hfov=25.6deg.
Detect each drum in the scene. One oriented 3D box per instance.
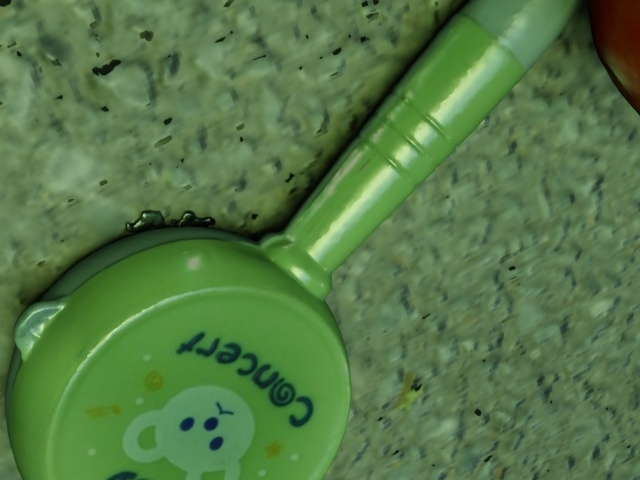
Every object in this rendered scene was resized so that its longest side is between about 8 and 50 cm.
[{"bbox_3d":[-0.016,-0.007,0.464,0.130,0.049,0.253,22,102,-33],"label":"drum"}]

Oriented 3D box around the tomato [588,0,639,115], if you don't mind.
[{"bbox_3d":[0.176,-0.097,0.424,0.195,0.195,0.136,-45,90,2],"label":"tomato"}]
